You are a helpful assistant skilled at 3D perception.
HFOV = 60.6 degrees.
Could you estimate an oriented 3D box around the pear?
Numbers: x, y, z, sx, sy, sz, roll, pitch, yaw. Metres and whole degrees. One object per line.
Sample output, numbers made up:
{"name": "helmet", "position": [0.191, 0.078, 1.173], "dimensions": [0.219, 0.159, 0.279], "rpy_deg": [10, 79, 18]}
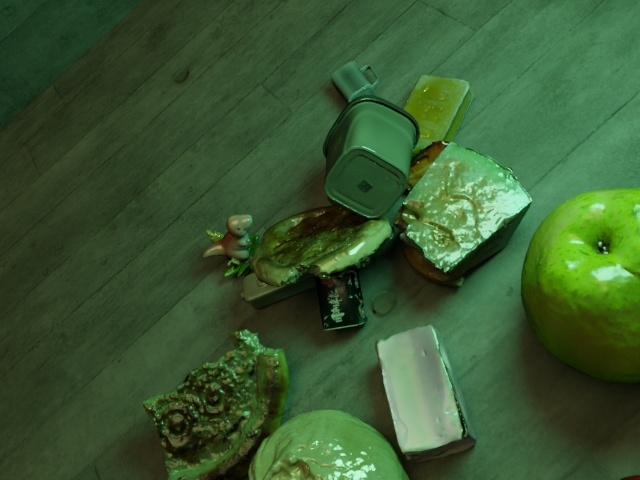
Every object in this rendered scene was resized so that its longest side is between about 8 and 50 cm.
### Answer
{"name": "pear", "position": [0.558, 0.070, 1.019], "dimensions": [0.391, 0.391, 0.391], "rpy_deg": [-11, 60, 20]}

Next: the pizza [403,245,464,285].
{"name": "pizza", "position": [0.302, 0.025, 1.368], "dimensions": [0.185, 0.036, 0.176], "rpy_deg": [20, 65, 39]}

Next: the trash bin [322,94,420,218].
{"name": "trash bin", "position": [0.120, -0.200, 1.350], "dimensions": [0.219, 0.219, 0.250], "rpy_deg": [-56, 14, 36]}

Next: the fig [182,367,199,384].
{"name": "fig", "position": [-0.317, 0.407, 1.425], "dimensions": [0.109, 0.103, 0.154], "rpy_deg": [-11, 48, 47]}

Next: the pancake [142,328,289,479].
{"name": "pancake", "position": [-0.241, 0.424, 1.341], "dimensions": [0.427, 0.067, 0.305], "rpy_deg": [-39, 80, 1]}

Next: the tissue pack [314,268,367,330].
{"name": "tissue pack", "position": [0.049, 0.133, 1.371], "dimensions": [0.103, 0.090, 0.170], "rpy_deg": [-13, 85, 18]}

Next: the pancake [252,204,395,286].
{"name": "pancake", "position": [0.000, 0.001, 1.380], "dimensions": [0.382, 0.071, 0.382], "rpy_deg": [-17, 24, 8]}

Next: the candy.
{"name": "candy", "position": [0.223, 0.329, 1.195], "dimensions": [0.156, 0.116, 0.265], "rpy_deg": [-23, 57, 15]}

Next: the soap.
{"name": "soap", "position": [0.302, -0.331, 1.527], "dimensions": [0.160, 0.080, 0.257], "rpy_deg": [19, 73, 31]}

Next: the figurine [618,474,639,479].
{"name": "figurine", "position": [0.646, 0.470, 0.848], "dimensions": [0.211, 0.269, 0.261], "rpy_deg": [-26, 65, 5]}

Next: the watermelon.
{"name": "watermelon", "position": [0.312, -0.059, 1.309], "dimensions": [0.302, 0.151, 0.264], "rpy_deg": [-42, 61, -9]}

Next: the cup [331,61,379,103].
{"name": "cup", "position": [0.117, -0.480, 1.690], "dimensions": [0.128, 0.095, 0.129], "rpy_deg": [-32, 58, 5]}

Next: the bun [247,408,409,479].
{"name": "bun", "position": [0.001, 0.522, 1.127], "dimensions": [0.353, 0.227, 0.348], "rpy_deg": [5, 65, 23]}

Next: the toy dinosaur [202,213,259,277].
{"name": "toy dinosaur", "position": [-0.247, 0.015, 1.552], "dimensions": [0.194, 0.177, 0.152], "rpy_deg": [-15, 58, 21]}

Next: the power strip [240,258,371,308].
{"name": "power strip", "position": [-0.052, 0.085, 1.491], "dimensions": [0.385, 0.062, 0.091], "rpy_deg": [-23, 54, 13]}

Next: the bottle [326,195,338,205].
{"name": "bottle", "position": [0.075, -0.175, 1.545], "dimensions": [0.099, 0.099, 0.152], "rpy_deg": [-3, 53, 24]}

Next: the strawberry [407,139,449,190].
{"name": "strawberry", "position": [0.310, -0.188, 1.443], "dimensions": [0.140, 0.085, 0.192], "rpy_deg": [45, 119, 9]}
